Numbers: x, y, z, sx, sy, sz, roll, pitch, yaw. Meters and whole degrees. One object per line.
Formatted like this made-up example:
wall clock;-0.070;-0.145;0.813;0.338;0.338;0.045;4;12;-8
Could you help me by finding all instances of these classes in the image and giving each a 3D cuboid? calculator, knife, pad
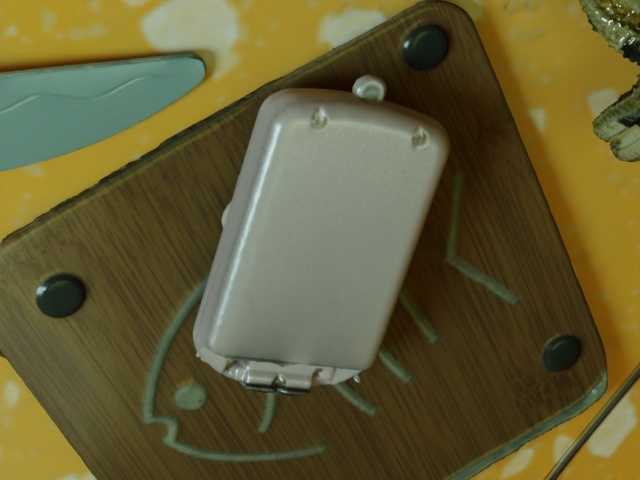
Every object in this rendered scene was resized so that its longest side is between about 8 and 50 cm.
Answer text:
calculator;0.000;0.000;0.695;0.100;0.032;0.175;9;113;-24
knife;-0.175;-0.052;0.620;0.260;0.034;0.063;-4;123;-23
pad;-0.001;0.050;0.753;0.284;0.018;0.286;-30;123;-3

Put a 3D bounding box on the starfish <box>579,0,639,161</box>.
starfish;0.195;-0.129;0.700;0.146;0.074;0.190;-17;121;-5
